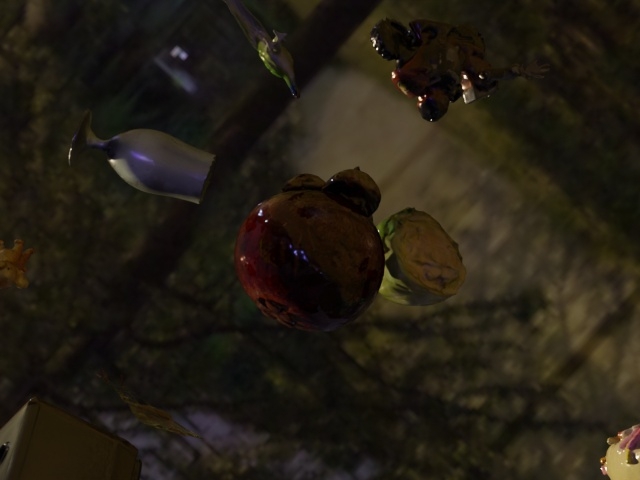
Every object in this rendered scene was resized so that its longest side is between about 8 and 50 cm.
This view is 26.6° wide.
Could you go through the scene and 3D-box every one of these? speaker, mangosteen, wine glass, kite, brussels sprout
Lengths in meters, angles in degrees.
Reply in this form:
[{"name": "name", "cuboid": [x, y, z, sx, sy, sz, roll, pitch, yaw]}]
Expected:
[{"name": "speaker", "cuboid": [-0.364, 0.338, 1.725, 0.192, 0.231, 0.153, 31, -141, -22]}, {"name": "mangosteen", "cuboid": [0.000, 0.000, 1.901, 0.215, 0.257, 0.215, 27, 162, 9]}, {"name": "wine glass", "cuboid": [-0.254, -0.118, 1.961, 0.202, 0.093, 0.093, 18, -176, -2]}, {"name": "kite", "cuboid": [-0.268, 0.245, 2.035, 0.127, 0.016, 0.229, 29, -179, -41]}, {"name": "brussels sprout", "cuboid": [0.131, 0.038, 2.020, 0.149, 0.122, 0.151, -32, -96, -43]}]

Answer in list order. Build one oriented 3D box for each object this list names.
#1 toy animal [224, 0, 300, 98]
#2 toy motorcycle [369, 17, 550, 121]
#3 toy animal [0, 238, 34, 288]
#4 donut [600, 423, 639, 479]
[{"name": "toy animal", "cuboid": [-0.086, -0.304, 2.004, 0.217, 0.041, 0.075, 53, 164, -6]}, {"name": "toy motorcycle", "cuboid": [0.276, -0.336, 2.668, 0.401, 0.134, 0.207, -4, -106, -38]}, {"name": "toy animal", "cuboid": [-0.419, 0.042, 1.826, 0.081, 0.060, 0.083, 88, -179, -53]}, {"name": "donut", "cuboid": [0.594, 0.264, 2.070, 0.150, 0.371, 0.307, 46, 159, 2]}]
